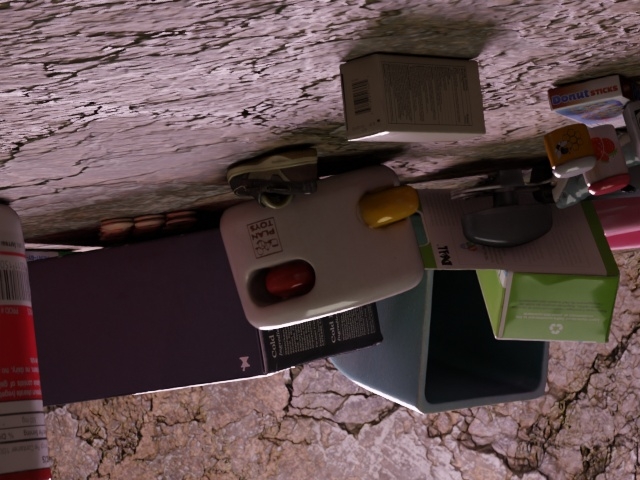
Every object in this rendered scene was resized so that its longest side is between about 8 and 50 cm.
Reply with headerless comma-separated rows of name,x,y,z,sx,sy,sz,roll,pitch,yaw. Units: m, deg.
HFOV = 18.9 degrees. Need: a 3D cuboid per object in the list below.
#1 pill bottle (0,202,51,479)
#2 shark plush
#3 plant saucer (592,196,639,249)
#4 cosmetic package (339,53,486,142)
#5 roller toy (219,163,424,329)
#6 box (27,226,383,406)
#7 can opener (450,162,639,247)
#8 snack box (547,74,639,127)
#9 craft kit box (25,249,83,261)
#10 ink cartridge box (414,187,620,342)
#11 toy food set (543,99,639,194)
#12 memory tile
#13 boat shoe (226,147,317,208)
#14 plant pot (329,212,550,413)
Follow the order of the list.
pill bottle,-0.389,0.176,1.907,0.229,0.407,0.229,-7,174,-1
shark plush,0.312,-0.078,1.984,0.161,0.067,0.073,-10,174,24
plant saucer,0.457,-0.049,2.416,0.332,0.084,0.332,-7,174,-1
cosmetic package,0.069,-0.104,1.424,0.041,0.060,0.115,-11,172,43
roller toy,0.000,0.000,1.968,0.191,0.146,0.209,-17,-179,-11
box,-0.151,0.080,2.336,0.343,0.179,0.312,-10,180,26
can opener,0.274,-0.044,2.153,0.283,0.095,0.076,-4,175,-27
snack box,0.255,-0.120,1.700,0.064,0.022,0.178,-10,174,21
craft kit box,-0.467,0.054,2.426,0.250,0.061,0.247,-10,177,31
ink cartridge box,0.190,0.024,2.172,0.255,0.097,0.189,1,-149,-6
toy food set,0.318,-0.070,1.679,0.232,0.104,0.111,-16,172,-2
memory tile,-0.202,-0.016,2.247,0.113,0.012,0.148,-7,174,-9
boat shoe,-0.048,-0.054,1.843,0.056,0.049,0.152,-5,175,-24
plant pot,0.130,0.074,2.513,0.247,0.247,0.252,-3,-171,-44
